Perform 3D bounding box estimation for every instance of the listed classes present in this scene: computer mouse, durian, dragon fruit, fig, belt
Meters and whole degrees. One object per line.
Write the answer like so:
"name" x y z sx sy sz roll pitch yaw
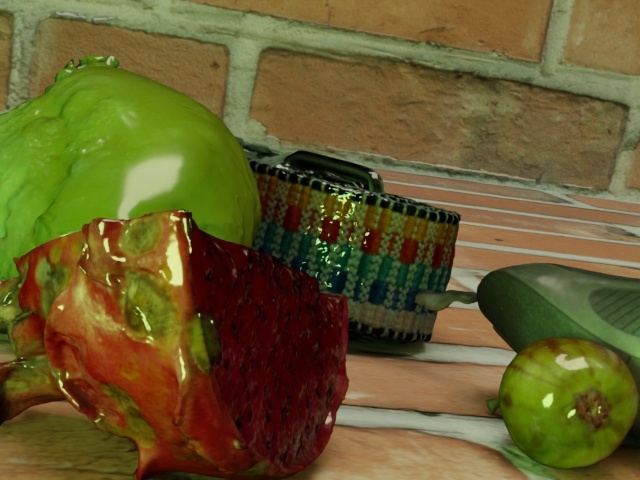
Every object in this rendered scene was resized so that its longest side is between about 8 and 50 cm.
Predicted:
"computer mouse" 0.213 0.091 1.096 0.379 0.090 0.167 11 -30 40
"durian" -0.165 -0.018 1.174 0.256 0.204 0.339 -32 34 -29
"dragon fruit" -0.105 0.074 0.872 0.211 0.134 0.262 0 -11 24
"fig" 0.144 0.104 1.031 0.093 0.093 0.166 4 5 -33
"belt" 0.000 0.000 1.337 0.257 0.150 0.207 18 3 39
